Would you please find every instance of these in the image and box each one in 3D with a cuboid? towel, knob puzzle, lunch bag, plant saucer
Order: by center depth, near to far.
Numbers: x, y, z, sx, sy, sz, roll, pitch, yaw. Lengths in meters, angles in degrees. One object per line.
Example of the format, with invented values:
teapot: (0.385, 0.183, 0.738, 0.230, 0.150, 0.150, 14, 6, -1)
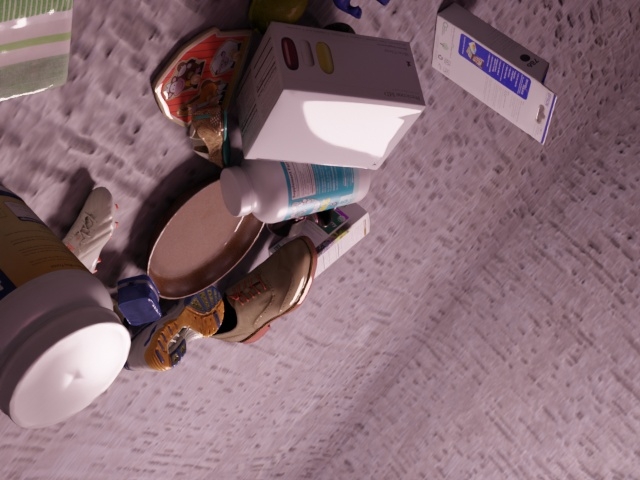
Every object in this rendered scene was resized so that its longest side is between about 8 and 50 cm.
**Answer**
towel: (-0.406, -0.305, 1.141, 0.248, 0.038, 0.324, -26, 147, -41)
knob puzzle: (-0.198, -0.267, 1.540, 0.213, 0.030, 0.213, -37, 153, -23)
lunch bag: (-0.343, 0.106, 1.731, 0.067, 0.065, 0.098, -13, 144, 1)
plant saucer: (-0.229, -0.019, 1.820, 0.311, 0.050, 0.310, -37, 153, -23)

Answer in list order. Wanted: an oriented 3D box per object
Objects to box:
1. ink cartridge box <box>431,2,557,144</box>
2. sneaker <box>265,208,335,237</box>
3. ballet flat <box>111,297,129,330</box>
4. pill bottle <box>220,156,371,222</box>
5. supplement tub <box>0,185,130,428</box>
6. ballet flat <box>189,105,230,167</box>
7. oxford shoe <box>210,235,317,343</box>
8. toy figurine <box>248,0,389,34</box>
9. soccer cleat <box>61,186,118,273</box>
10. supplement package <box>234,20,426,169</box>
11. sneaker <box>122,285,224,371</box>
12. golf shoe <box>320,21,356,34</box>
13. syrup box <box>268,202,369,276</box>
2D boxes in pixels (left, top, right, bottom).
ink cartridge box: (0.385, -0.362, 1.989, 0.065, 0.333, 0.165, -37, 154, -22)
sneaker: (-0.038, -0.058, 1.936, 0.106, 0.162, 0.281, -39, 153, -19)
ballet flat: (-0.423, 0.138, 1.694, 0.096, 0.095, 0.280, -55, 166, -9)
pill bottle: (-0.049, -0.117, 1.722, 0.264, 0.146, 0.146, -15, 142, -25)
supplement tub: (-0.442, 0.091, 1.312, 0.228, 0.316, 0.228, -37, 152, -24)
ballet flat: (-0.195, -0.183, 1.620, 0.067, 0.073, 0.206, 0, 161, -3)
oxford shoe: (-0.134, 0.121, 2.044, 0.130, 0.123, 0.348, 1, 137, -46)
toy figurine: (0.053, -0.450, 1.465, 0.362, 0.217, 0.191, -50, 155, 1)
soccer cleat: (-0.397, -0.005, 1.550, 0.076, 0.068, 0.196, -15, 142, -46)
supplement package: (0.012, -0.243, 1.592, 0.262, 0.145, 0.204, 2, 150, -24)
sneaker: (-0.315, 0.177, 1.921, 0.296, 0.131, 0.111, -38, 113, -59)
golf shoe: (0.022, -0.320, 1.767, 0.120, 0.105, 0.272, -49, 166, -38)
syrup box: (0.000, 0.000, 2.163, 0.237, 0.093, 0.096, -40, 153, -18)
